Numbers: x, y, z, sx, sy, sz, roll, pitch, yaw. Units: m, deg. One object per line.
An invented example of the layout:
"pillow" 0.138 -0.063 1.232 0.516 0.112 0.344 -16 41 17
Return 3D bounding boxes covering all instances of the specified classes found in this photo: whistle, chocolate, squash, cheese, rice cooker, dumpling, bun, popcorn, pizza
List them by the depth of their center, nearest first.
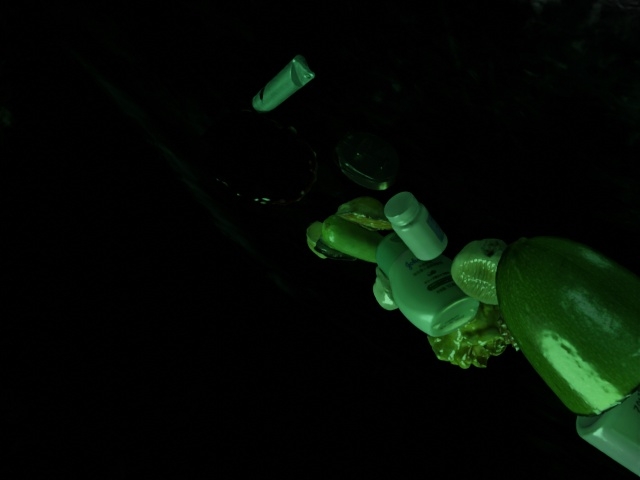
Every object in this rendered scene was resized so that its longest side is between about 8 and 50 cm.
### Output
"squash" 0.488 0.143 1.056 0.308 0.310 0.310 37 165 7
"rice cooker" 0.112 -0.191 1.231 0.165 0.112 0.106 31 170 22
"whistle" -0.095 -0.372 1.248 0.062 0.062 0.312 42 164 -18
"bun" 0.427 0.063 1.279 0.178 0.128 0.193 30 152 23
"chocolate" -0.153 -0.238 1.475 0.340 0.225 0.210 26 -163 18
"pizza" 0.168 -0.083 1.508 0.188 0.081 0.204 18 171 -30
"popcorn" 0.451 0.266 1.570 0.215 0.252 0.286 8 134 -8
"squash" 0.142 0.005 1.683 0.370 0.118 0.118 21 179 -43
"dumpling" 0.268 0.181 2.021 0.179 0.131 0.252 54 -171 11
"cheese" 0.000 0.000 2.068 0.123 0.094 0.167 32 164 11

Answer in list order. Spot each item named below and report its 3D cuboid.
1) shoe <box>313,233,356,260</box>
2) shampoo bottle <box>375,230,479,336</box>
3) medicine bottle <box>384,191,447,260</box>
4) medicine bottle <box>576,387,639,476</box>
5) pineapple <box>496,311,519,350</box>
"shoe" 0.092 -0.016 1.810 0.109 0.149 0.293 35 -163 22
"shampoo bottle" 0.288 0.104 1.491 0.349 0.221 0.151 53 161 45
"medicine bottle" 0.256 -0.038 1.383 0.187 0.103 0.102 46 162 -31
"medicine bottle" 0.950 0.568 1.435 0.388 0.219 0.219 32 164 14
"pineapple" 0.574 0.222 1.368 0.166 0.166 0.193 38 165 -4
